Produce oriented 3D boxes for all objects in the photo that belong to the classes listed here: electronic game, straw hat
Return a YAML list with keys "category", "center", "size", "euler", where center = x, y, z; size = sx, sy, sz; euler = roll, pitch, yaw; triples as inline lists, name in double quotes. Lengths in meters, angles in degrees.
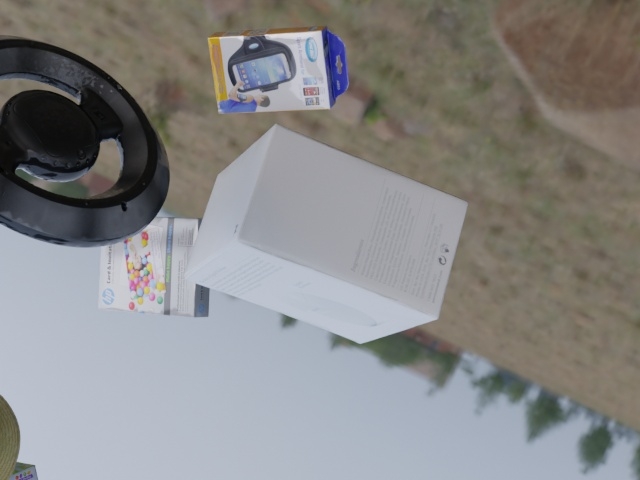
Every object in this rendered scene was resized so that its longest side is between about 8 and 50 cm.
- category: "electronic game"
  center: [-0.234, -0.089, 1.145]
  size: [0.229, 0.048, 0.229]
  euler: [23, -138, -23]
- category: "straw hat"
  center: [-0.383, 0.214, 1.462]
  size: [0.145, 0.144, 0.061]
  euler: [26, 149, -22]

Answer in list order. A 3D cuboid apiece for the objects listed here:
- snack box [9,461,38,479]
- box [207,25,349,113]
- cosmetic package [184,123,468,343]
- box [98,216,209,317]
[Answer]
- category: "snack box"
  center: [-0.482, 0.350, 1.870]
  size: [0.100, 0.037, 0.141]
  euler: [1, -166, 44]
- category: "box"
  center: [-0.041, -0.171, 1.336]
  size: [0.136, 0.081, 0.028]
  euler: [-1, -159, 18]
- category: "cosmetic package"
  center: [0.000, 0.000, 1.423]
  size: [0.225, 0.138, 0.224]
  euler: [20, 163, -15]
- category: "box"
  center: [-0.245, 0.036, 1.967]
  size: [0.186, 0.145, 0.038]
  euler: [3, 180, 34]
